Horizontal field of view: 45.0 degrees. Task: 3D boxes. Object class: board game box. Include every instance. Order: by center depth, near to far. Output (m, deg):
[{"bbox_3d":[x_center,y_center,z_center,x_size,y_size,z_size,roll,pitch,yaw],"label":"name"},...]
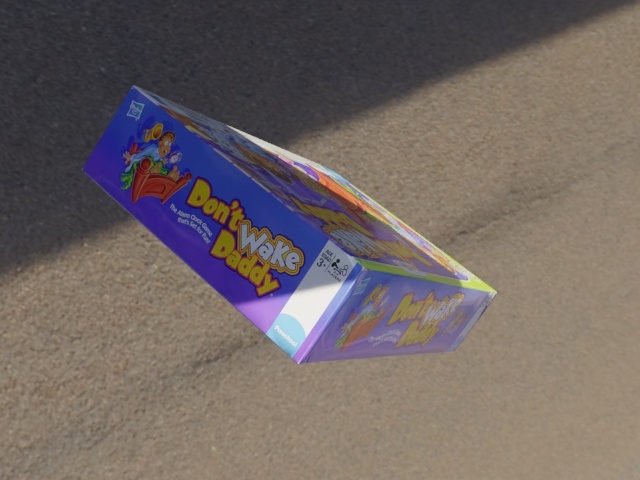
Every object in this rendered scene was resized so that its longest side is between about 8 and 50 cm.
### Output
[{"bbox_3d":[0.000,0.000,0.674,0.078,0.233,0.347,-56,155,10],"label":"board game box"}]
